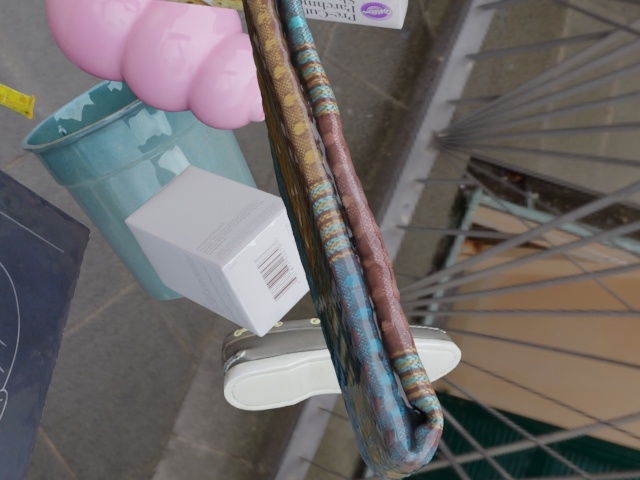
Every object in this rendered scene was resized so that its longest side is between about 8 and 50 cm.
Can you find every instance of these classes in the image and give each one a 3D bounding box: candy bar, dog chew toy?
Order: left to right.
[{"bbox_3d":[-0.524,-0.239,1.583,0.161,0.018,0.040,21,75,-55],"label":"candy bar"},{"bbox_3d":[-0.198,-0.266,1.289,0.331,0.207,0.207,36,71,9],"label":"dog chew toy"}]

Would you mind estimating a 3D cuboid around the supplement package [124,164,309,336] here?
[{"bbox_3d":[-0.102,0.006,1.033,0.105,0.179,0.105,-45,132,-23],"label":"supplement package"}]

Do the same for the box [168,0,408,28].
[{"bbox_3d":[-0.081,-0.249,0.869,0.323,0.067,0.063,9,72,8],"label":"box"}]

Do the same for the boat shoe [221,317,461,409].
[{"bbox_3d":[0.025,0.142,1.243,0.304,0.091,0.109,-6,134,-9],"label":"boat shoe"}]

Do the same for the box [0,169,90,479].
[{"bbox_3d":[-0.537,0.102,0.962,0.480,0.297,0.472,40,46,-41],"label":"box"}]

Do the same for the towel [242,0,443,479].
[{"bbox_3d":[0.014,0.017,0.616,0.040,0.370,0.272,-17,76,-3],"label":"towel"}]

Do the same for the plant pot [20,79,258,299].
[{"bbox_3d":[-0.264,-0.103,1.635,0.341,0.341,0.334,-37,114,-24],"label":"plant pot"}]
